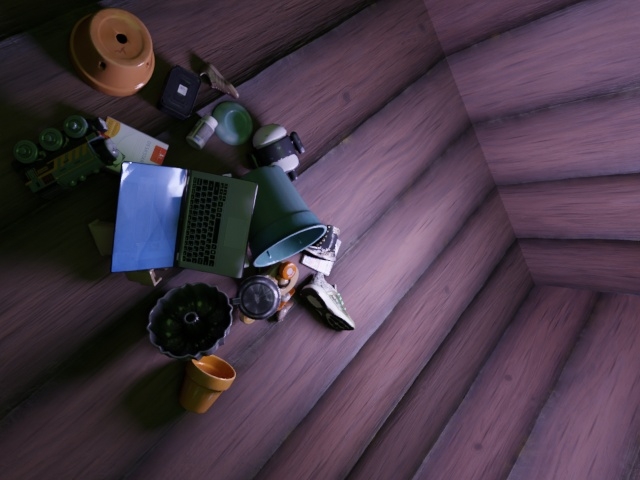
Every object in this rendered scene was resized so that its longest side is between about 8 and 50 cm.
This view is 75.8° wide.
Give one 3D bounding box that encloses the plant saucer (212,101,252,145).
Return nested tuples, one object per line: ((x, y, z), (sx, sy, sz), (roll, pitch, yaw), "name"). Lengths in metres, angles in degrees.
((-0.383, -0.526, 1.836), (0.195, 0.037, 0.195), (-1, 92, -36), "plant saucer")

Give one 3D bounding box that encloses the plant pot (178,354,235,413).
((-0.489, 0.603, 1.715), (0.205, 0.205, 0.188), (28, 91, -33), "plant pot")

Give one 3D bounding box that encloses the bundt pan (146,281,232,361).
((-0.507, 0.337, 1.640), (0.331, 0.331, 0.124), (-39, 152, -28), "bundt pan")

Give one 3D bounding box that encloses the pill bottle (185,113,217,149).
((-0.498, -0.458, 1.730), (0.078, 0.078, 0.137), (40, 70, -30), "pill bottle")

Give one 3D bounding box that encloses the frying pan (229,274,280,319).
((-0.333, 0.234, 1.788), (0.326, 0.053, 0.197), (16, 88, -6), "frying pan")

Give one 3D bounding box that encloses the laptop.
((-0.471, -0.054, 1.463), (0.407, 0.236, 0.382), (11, 101, 0), "laptop")

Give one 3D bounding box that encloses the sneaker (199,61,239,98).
((-0.441, -0.678, 1.784), (0.188, 0.066, 0.071), (44, 84, -23), "sneaker")

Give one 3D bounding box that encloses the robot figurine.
((-0.200, -0.396, 1.892), (0.209, 0.173, 0.278), (-41, 114, -40), "robot figurine")

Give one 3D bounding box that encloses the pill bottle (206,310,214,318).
((-0.507, 0.373, 1.748), (0.160, 0.087, 0.087), (-37, 112, -29), "pill bottle")

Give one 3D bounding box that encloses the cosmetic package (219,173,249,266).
((-0.439, -0.071, 1.706), (0.156, 0.217, 0.385), (-14, 102, -34), "cosmetic package")

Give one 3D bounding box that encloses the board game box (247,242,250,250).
((-0.333, -0.055, 1.882), (0.146, 0.045, 0.194), (-17, 101, -34), "board game box")

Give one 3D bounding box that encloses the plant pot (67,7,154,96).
((-0.733, -0.693, 1.479), (0.291, 0.203, 0.291), (-1, 91, -36), "plant pot")

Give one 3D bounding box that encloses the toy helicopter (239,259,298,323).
((-0.233, 0.250, 1.907), (0.355, 0.140, 0.235), (-48, 136, -19), "toy helicopter")

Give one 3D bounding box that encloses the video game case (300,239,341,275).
((0.004, 0.059, 2.142), (0.183, 0.023, 0.201), (29, 76, -33), "video game case")

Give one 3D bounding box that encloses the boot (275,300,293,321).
((-0.178, 0.348, 2.009), (0.118, 0.042, 0.087), (-11, 120, -60), "boot")

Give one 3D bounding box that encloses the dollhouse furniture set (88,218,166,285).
((-0.687, -0.031, 1.622), (0.303, 0.198, 0.286), (-61, 151, -53), "dollhouse furniture set")

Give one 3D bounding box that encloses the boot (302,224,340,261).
((0.000, 0.000, 2.071), (0.236, 0.085, 0.179), (21, 78, -41), "boot")

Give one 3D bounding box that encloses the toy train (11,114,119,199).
((-0.857, -0.281, 1.391), (0.334, 0.142, 0.190), (-30, 94, -5), "toy train")

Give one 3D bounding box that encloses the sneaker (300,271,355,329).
((0.071, 0.318, 2.138), (0.410, 0.158, 0.182), (52, 46, -30), "sneaker")

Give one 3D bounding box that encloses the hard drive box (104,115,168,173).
((-0.730, -0.331, 1.563), (0.232, 0.089, 0.181), (23, 79, -34), "hard drive box")

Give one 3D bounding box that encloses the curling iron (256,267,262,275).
((-0.298, 0.165, 1.920), (0.068, 0.035, 0.274), (12, 85, -39), "curling iron")

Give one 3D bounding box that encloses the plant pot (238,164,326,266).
((-0.200, -0.113, 1.741), (0.341, 0.341, 0.334), (-20, 75, -33), "plant pot")

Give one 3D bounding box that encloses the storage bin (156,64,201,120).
((-0.574, -0.597, 1.668), (0.122, 0.084, 0.180), (22, 80, -34), "storage bin")
